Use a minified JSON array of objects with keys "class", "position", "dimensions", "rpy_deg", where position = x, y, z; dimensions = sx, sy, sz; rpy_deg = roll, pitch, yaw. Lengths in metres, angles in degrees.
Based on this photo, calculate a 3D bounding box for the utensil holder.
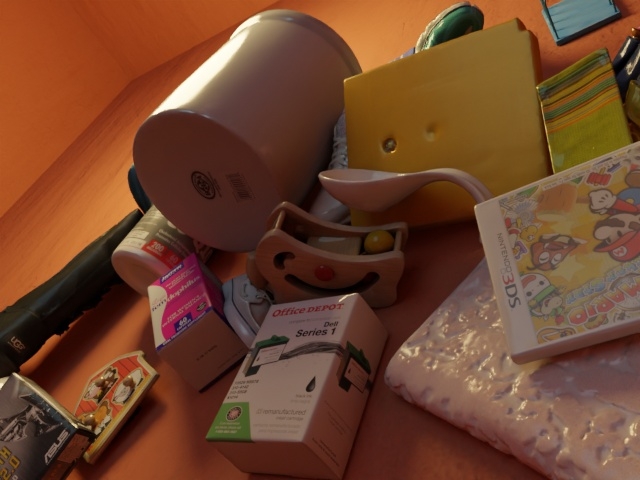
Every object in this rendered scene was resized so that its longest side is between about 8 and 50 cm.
[{"class":"utensil holder","position":[-0.126,-0.212,1.185],"dimensions":[0.327,0.328,0.385],"rpy_deg":[-11,34,37]}]

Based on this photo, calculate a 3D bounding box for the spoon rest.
[{"class":"spoon rest","position":[0.124,-0.073,0.877],"dimensions":[0.276,0.084,0.137],"rpy_deg":[19,20,30]}]

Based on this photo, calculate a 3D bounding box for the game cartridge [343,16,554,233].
[{"class":"game cartridge","position":[0.185,-0.160,0.950],"dimensions":[0.323,0.052,0.285],"rpy_deg":[-10,76,34]}]

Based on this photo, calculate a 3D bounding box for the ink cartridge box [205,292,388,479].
[{"class":"ink cartridge box","position":[-0.024,0.182,0.791],"dimensions":[0.160,0.092,0.219],"rpy_deg":[-12,38,35]}]

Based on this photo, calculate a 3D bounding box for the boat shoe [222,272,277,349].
[{"class":"boat shoe","position":[-0.111,0.103,1.001],"dimensions":[0.076,0.083,0.226],"rpy_deg":[-38,29,-1]}]

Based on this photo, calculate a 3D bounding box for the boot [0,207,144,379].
[{"class":"boot","position":[-0.601,0.115,1.429],"dimensions":[0.367,0.146,0.445],"rpy_deg":[-2,42,54]}]

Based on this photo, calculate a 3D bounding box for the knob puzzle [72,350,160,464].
[{"class":"knob puzzle","position":[-0.375,0.266,1.058],"dimensions":[0.213,0.030,0.213],"rpy_deg":[-29,35,23]}]

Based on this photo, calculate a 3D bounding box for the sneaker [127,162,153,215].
[{"class":"sneaker","position":[-0.356,-0.092,1.388],"dimensions":[0.087,0.229,0.092],"rpy_deg":[26,58,38]}]

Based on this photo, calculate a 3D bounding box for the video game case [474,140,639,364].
[{"class":"video game case","position":[0.286,0.004,0.635],"dimensions":[0.227,0.026,0.206],"rpy_deg":[-22,47,23]}]

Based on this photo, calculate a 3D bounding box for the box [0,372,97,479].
[{"class":"box","position":[-0.492,0.354,0.967],"dimensions":[0.183,0.056,0.231],"rpy_deg":[26,73,28]}]

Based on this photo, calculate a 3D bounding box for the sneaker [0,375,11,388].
[{"class":"sneaker","position":[-0.626,0.412,1.098],"dimensions":[0.150,0.135,0.366],"rpy_deg":[16,45,17]}]

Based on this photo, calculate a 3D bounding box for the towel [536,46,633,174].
[{"class":"towel","position":[0.323,-0.126,0.747],"dimensions":[0.102,0.021,0.237],"rpy_deg":[-33,43,44]}]

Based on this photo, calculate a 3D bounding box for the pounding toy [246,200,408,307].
[{"class":"pounding toy","position":[0.000,0.000,0.917],"dimensions":[0.269,0.154,0.155],"rpy_deg":[-4,40,18]}]

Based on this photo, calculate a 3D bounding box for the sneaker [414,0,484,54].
[{"class":"sneaker","position":[0.226,-0.330,1.199],"dimensions":[0.275,0.107,0.110],"rpy_deg":[-54,26,35]}]

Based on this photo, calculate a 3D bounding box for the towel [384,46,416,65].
[{"class":"towel","position":[0.088,-0.344,1.470],"dimensions":[0.336,0.040,0.243],"rpy_deg":[-22,32,24]}]

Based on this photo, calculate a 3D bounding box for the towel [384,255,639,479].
[{"class":"towel","position":[0.269,0.092,0.658],"dimensions":[0.317,0.053,0.332],"rpy_deg":[-47,31,-18]}]

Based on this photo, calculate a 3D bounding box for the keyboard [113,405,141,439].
[{"class":"keyboard","position":[-0.364,0.278,1.082],"dimensions":[0.180,0.023,0.108],"rpy_deg":[14,63,53]}]

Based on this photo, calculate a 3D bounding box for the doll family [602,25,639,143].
[{"class":"doll family","position":[0.402,-0.184,0.810],"dimensions":[0.263,0.118,0.163],"rpy_deg":[-94,20,-57]}]

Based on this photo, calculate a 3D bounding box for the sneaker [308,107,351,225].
[{"class":"sneaker","position":[0.050,-0.148,1.122],"dimensions":[0.114,0.152,0.305],"rpy_deg":[1,48,45]}]

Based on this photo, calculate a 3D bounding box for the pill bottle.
[{"class":"pill bottle","position":[-0.287,-0.022,1.282],"dimensions":[0.161,0.161,0.283],"rpy_deg":[-6,42,41]}]

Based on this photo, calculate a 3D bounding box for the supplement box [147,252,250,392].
[{"class":"supplement box","position":[-0.209,0.131,1.039],"dimensions":[0.111,0.114,0.220],"rpy_deg":[-38,28,-1]}]

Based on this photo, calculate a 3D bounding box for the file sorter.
[{"class":"file sorter","position":[0.483,-0.476,1.181],"dimensions":[0.118,0.104,0.170],"rpy_deg":[-22,33,24]}]
